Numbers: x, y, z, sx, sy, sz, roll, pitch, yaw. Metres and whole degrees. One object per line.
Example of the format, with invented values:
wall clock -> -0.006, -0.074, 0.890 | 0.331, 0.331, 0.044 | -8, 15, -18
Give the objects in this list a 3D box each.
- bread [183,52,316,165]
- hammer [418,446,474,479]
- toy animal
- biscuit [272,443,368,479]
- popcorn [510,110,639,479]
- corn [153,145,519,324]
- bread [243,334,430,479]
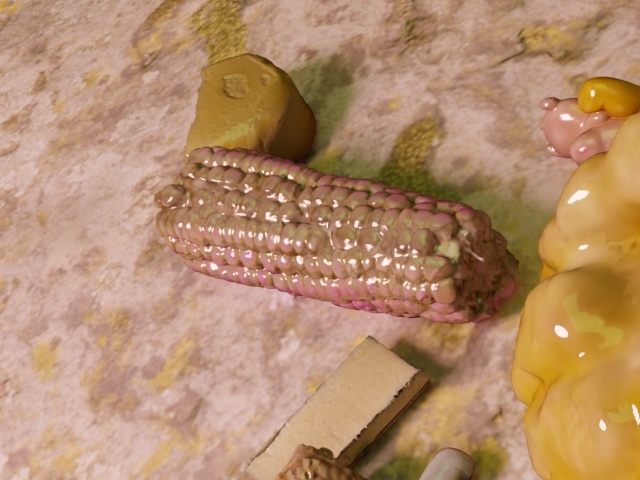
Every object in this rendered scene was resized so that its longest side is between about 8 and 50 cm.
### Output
bread -> -0.071, -0.116, 1.105 | 0.125, 0.086, 0.156 | -5, 51, 21
hammer -> 0.106, 0.177, 0.752 | 0.083, 0.031, 0.052 | 21, 68, 37
toy animal -> 0.225, -0.081, 0.881 | 0.114, 0.091, 0.082 | 0, 65, 31
biscuit -> -0.026, 0.224, 0.756 | 0.168, 0.082, 0.070 | -54, 25, -19
popcorn -> 0.277, 0.033, 0.523 | 0.349, 0.382, 0.349 | 8, 51, -10
corn -> 0.002, 0.000, 0.928 | 0.335, 0.127, 0.127 | 17, 61, 37
bread -> 0.012, 0.143, 0.844 | 0.154, 0.028, 0.068 | -45, 42, -12
